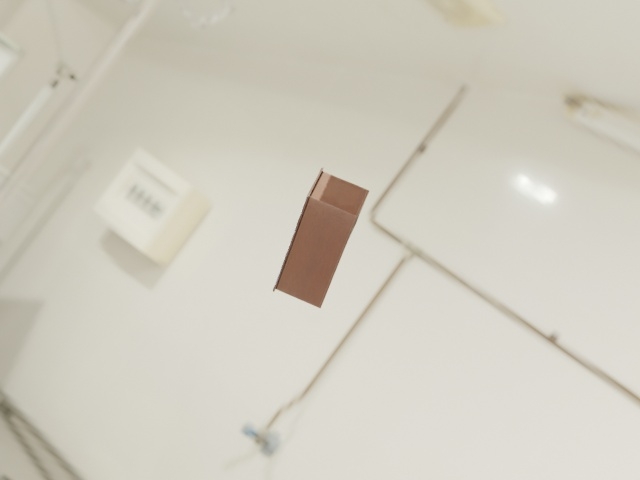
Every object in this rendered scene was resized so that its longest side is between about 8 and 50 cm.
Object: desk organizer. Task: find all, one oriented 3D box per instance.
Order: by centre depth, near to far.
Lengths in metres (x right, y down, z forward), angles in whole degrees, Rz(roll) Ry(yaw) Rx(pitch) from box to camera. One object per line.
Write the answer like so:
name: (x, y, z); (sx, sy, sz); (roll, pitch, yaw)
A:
desk organizer: (0.000, 0.000, 1.396); (0.050, 0.130, 0.047); (23, 42, 2)
